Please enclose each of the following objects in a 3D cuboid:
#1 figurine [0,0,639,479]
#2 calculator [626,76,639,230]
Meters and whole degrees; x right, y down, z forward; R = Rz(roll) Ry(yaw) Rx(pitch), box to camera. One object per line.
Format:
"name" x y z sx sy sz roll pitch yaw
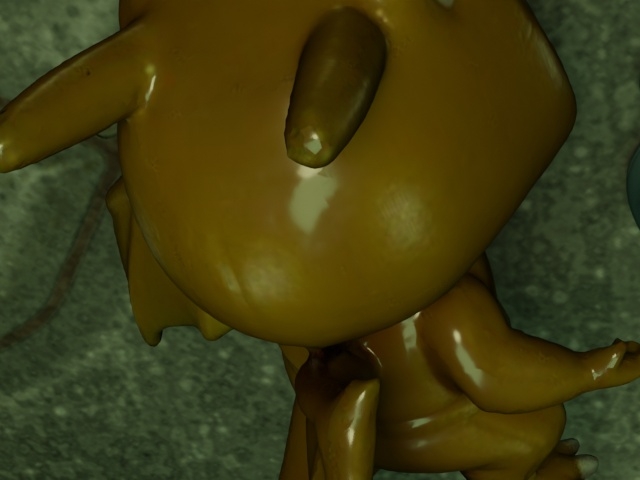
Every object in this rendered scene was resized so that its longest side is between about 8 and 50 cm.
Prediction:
"figurine" 0.021 0.017 0.697 0.268 0.401 0.387 -21 132 -1
"calculator" 0.294 -0.021 0.817 0.188 0.042 0.302 -30 123 28
